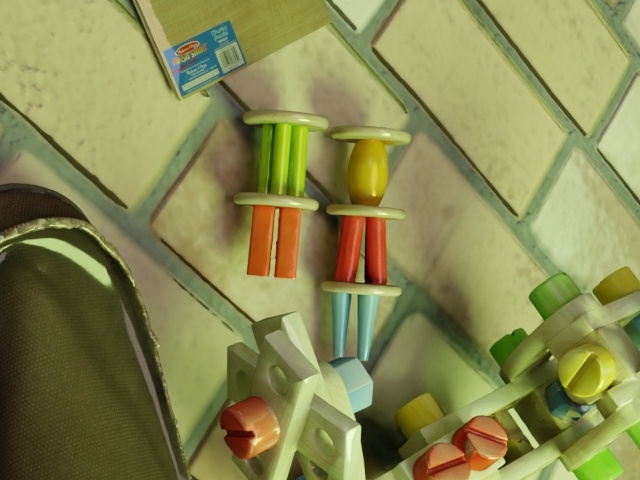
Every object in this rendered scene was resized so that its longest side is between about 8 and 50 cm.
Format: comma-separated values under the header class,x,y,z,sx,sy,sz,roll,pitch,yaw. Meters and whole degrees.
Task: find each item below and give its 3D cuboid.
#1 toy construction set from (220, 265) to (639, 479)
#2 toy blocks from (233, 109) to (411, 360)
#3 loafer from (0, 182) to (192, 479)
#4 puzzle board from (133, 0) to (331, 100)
class,x,y,z,sx,sy,sz,roll,pitch,yaw
toy construction set,0.086,0.116,0.684,0.327,0.215,0.151,-5,61,-29
toy blocks,0.000,0.000,0.710,0.123,0.054,0.148,5,88,-38
loafer,-0.108,0.148,0.582,0.133,0.130,0.366,-19,102,-36
puzzle board,-0.057,-0.154,0.691,0.128,0.011,0.096,-34,111,-31
